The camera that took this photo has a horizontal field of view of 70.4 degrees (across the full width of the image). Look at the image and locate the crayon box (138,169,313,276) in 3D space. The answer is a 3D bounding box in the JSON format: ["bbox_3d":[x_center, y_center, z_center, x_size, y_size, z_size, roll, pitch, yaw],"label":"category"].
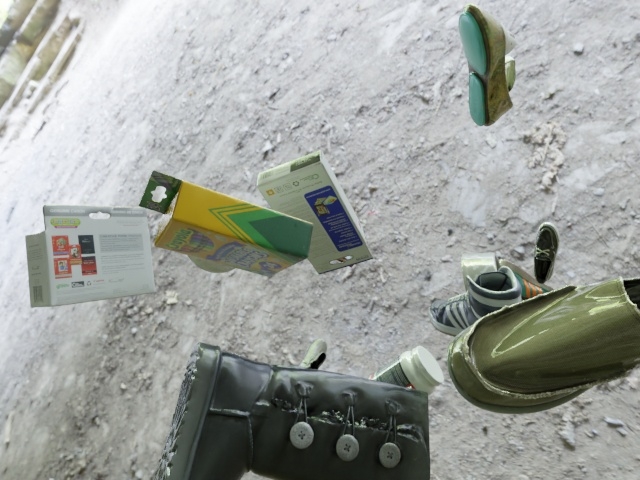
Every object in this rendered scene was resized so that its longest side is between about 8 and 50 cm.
[{"bbox_3d":[-0.205,-0.018,0.926,0.203,0.322,0.083,-29,48,58],"label":"crayon box"}]

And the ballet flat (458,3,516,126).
[{"bbox_3d":[0.393,-0.408,1.040,0.123,0.349,0.123,-11,58,18],"label":"ballet flat"}]

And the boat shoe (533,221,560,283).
[{"bbox_3d":[0.798,0.047,1.606,0.077,0.070,0.220,7,111,38],"label":"boat shoe"}]

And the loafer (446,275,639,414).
[{"bbox_3d":[0.226,0.068,0.375,0.250,0.087,0.095,-17,54,-3],"label":"loafer"}]

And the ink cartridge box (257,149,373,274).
[{"bbox_3d":[-0.002,-0.058,1.205,0.175,0.371,0.069,-17,42,17],"label":"ink cartridge box"}]

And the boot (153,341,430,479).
[{"bbox_3d":[-0.037,0.397,0.759,0.146,0.444,0.368,-22,52,65],"label":"boot"}]

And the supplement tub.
[{"bbox_3d":[0.345,0.576,1.858,0.272,0.191,0.191,-41,44,20],"label":"supplement tub"}]

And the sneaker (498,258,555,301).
[{"bbox_3d":[0.787,0.199,1.751,0.121,0.302,0.108,-59,4,-8],"label":"sneaker"}]

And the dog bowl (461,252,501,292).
[{"bbox_3d":[0.561,0.198,1.482,0.102,0.349,0.349,-17,55,23],"label":"dog bowl"}]

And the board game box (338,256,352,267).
[{"bbox_3d":[0.000,0.000,1.597,0.027,0.281,0.145,-48,44,14],"label":"board game box"}]

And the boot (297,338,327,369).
[{"bbox_3d":[-0.015,0.490,1.871,0.246,0.083,0.161,-47,4,-40],"label":"boot"}]

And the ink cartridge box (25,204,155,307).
[{"bbox_3d":[-0.663,0.040,1.325,0.129,0.309,0.272,-8,86,36],"label":"ink cartridge box"}]

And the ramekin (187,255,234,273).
[{"bbox_3d":[-0.270,-0.020,1.261,0.109,0.207,0.207,-23,51,49],"label":"ramekin"}]

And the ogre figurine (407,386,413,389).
[{"bbox_3d":[0.279,0.560,1.496,0.096,0.197,0.118,30,101,18],"label":"ogre figurine"}]

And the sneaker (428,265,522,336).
[{"bbox_3d":[0.304,0.121,0.908,0.282,0.099,0.153,-158,55,-71],"label":"sneaker"}]
